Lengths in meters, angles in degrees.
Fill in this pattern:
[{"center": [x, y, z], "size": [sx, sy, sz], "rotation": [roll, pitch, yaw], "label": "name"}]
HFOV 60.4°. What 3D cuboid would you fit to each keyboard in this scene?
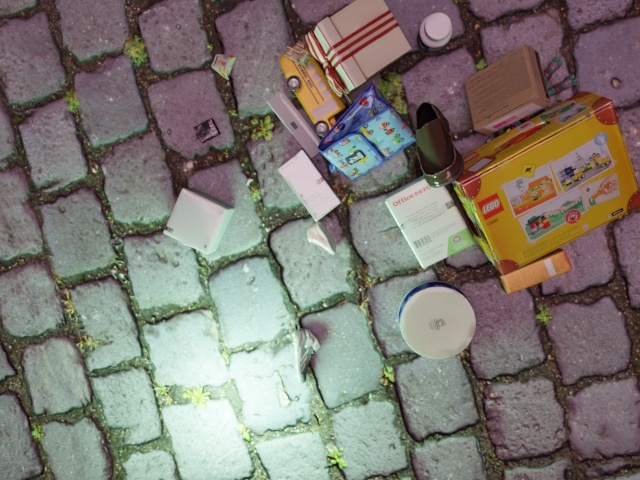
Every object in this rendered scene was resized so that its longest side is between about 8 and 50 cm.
[{"center": [-0.086, -0.411, 1.942], "size": [0.072, 0.014, 0.256], "rotation": [-39, 91, -13], "label": "keyboard"}]

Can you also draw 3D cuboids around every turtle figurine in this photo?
[{"center": [0.725, -0.487, 1.818], "size": [0.234, 0.118, 0.175], "rotation": [-42, 111, -8], "label": "turtle figurine"}]

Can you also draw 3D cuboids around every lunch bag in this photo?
[{"center": [0.138, -0.337, 1.839], "size": [0.293, 0.221, 0.138], "rotation": [-39, 55, 16], "label": "lunch bag"}]

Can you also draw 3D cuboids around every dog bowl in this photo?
[{"center": [0.409, 0.279, 1.938], "size": [0.264, 0.104, 0.265], "rotation": [1, 97, 5], "label": "dog bowl"}]

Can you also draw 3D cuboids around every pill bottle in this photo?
[{"center": [0.374, -0.679, 1.798], "size": [0.107, 0.180, 0.108], "rotation": [1, 96, 5], "label": "pill bottle"}]

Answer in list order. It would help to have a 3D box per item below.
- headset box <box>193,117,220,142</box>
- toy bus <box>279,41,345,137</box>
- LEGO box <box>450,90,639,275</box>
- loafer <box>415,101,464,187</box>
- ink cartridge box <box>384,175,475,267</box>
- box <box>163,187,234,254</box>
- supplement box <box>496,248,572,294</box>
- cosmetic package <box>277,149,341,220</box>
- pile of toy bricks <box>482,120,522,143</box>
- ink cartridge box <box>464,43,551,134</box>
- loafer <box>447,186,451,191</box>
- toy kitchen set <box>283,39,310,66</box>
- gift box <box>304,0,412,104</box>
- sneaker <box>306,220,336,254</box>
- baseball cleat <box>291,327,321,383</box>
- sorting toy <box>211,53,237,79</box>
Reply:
[{"center": [-0.412, -0.393, 1.978], "size": [0.083, 0.032, 0.062], "rotation": [-27, 93, 8], "label": "headset box"}, {"center": [-0.018, -0.499, 1.892], "size": [0.130, 0.108, 0.333], "rotation": [-32, 92, 6], "label": "toy bus"}, {"center": [0.708, -0.179, 1.762], "size": [0.500, 0.193, 0.373], "rotation": [-28, 113, 7], "label": "LEGO box"}, {"center": [0.354, -0.313, 1.760], "size": [0.133, 0.366, 0.130], "rotation": [-27, 131, 21], "label": "loafer"}, {"center": [0.371, -0.077, 1.868], "size": [0.198, 0.115, 0.273], "rotation": [-27, 100, 18], "label": "ink cartridge box"}, {"center": [-0.433, -0.072, 1.971], "size": [0.180, 0.119, 0.182], "rotation": [26, 98, 2], "label": "box"}, {"center": [0.736, 0.106, 1.902], "size": [0.233, 0.078, 0.080], "rotation": [-25, 93, 7], "label": "supplement box"}, {"center": [-0.037, -0.194, 1.939], "size": [0.117, 0.085, 0.231], "rotation": [-38, 93, 8], "label": "cosmetic package"}, {"center": [0.636, -0.353, 1.846], "size": [0.212, 0.105, 0.118], "rotation": [38, 98, 1], "label": "pile of toy bricks"}, {"center": [0.593, -0.475, 1.757], "size": [0.234, 0.088, 0.193], "rotation": [-24, 66, 46], "label": "ink cartridge box"}, {"center": [0.392, -0.169, 1.922], "size": [0.125, 0.045, 0.039], "rotation": [-21, 87, 10], "label": "loafer"}, {"center": [-0.072, -0.623, 1.792], "size": [0.083, 0.075, 0.068], "rotation": [28, 95, 2], "label": "toy kitchen set"}, {"center": [0.112, -0.615, 1.800], "size": [0.258, 0.276, 0.255], "rotation": [-34, 94, -4], "label": "gift box"}, {"center": [0.000, 0.000, 1.977], "size": [0.070, 0.051, 0.134], "rotation": [-26, 104, 26], "label": "sneaker"}, {"center": [-0.048, 0.424, 2.014], "size": [0.109, 0.072, 0.206], "rotation": [-7, 99, -1], "label": "baseball cleat"}, {"center": [-0.349, -0.626, 1.948], "size": [0.075, 0.045, 0.083], "rotation": [26, 98, 21], "label": "sorting toy"}]
